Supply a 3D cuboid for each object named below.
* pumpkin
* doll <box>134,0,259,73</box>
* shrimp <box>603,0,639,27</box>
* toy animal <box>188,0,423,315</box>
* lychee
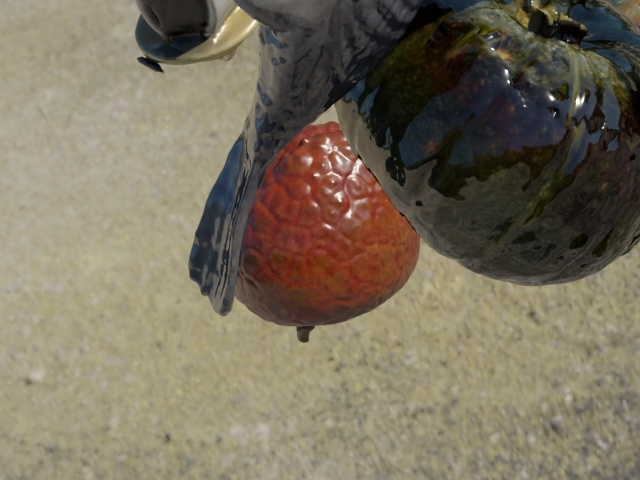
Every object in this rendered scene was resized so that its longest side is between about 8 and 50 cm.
[{"bbox_3d":[0.120,-0.086,0.767,0.159,0.238,0.238,-52,18,38],"label":"pumpkin"},{"bbox_3d":[-0.126,-0.261,1.060,0.144,0.208,0.271,-60,8,-24],"label":"doll"},{"bbox_3d":[0.396,-0.346,1.712,0.445,0.085,0.272,-18,47,6],"label":"shrimp"},{"bbox_3d":[-0.013,-0.126,0.652,0.367,0.206,0.081,-48,38,16],"label":"toy animal"},{"bbox_3d":[0.000,0.000,1.533,0.255,0.300,0.255,-8,24,4],"label":"lychee"}]
